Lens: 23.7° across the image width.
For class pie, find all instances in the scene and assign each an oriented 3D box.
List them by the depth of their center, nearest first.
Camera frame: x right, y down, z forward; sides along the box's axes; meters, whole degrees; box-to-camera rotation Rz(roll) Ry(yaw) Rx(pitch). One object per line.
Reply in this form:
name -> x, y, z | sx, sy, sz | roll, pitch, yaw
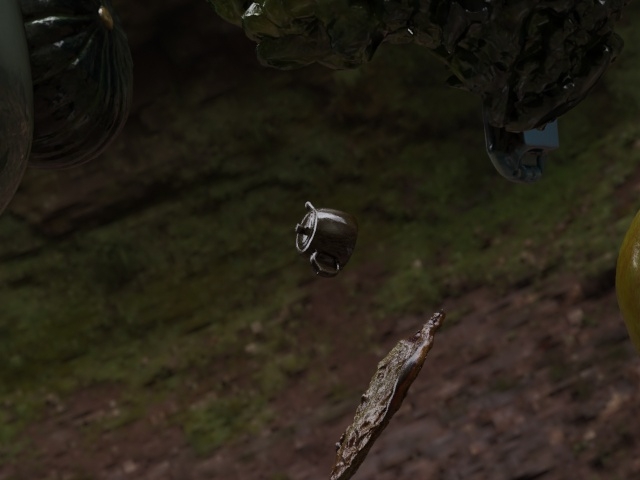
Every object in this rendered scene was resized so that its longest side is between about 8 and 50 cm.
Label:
pie -> 0.048, 0.140, 1.263 | 0.191, 0.033, 0.088 | -60, 3, 7

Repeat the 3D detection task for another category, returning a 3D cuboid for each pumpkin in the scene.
pumpkin -> -0.305, -0.186, 1.571 | 0.216, 0.250, 0.250 | -34, -18, 0

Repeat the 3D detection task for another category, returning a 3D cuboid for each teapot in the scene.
teapot -> 0.000, 0.000, 1.876 | 0.068, 0.121, 0.076 | 18, -47, -21

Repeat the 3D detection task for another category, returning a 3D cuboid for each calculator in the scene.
calculator -> 0.224, -0.211, 1.761 | 0.051, 0.293, 0.173 | -5, 0, 26

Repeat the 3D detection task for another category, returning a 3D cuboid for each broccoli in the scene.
broccoli -> 0.030, -0.117, 0.729 | 0.198, 0.177, 0.275 | -35, 8, -35

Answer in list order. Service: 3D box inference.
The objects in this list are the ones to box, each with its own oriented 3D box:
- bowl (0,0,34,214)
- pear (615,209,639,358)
bowl -> -0.291, -0.038, 0.920 | 0.289, 0.146, 0.289 | -23, -20, -9
pear -> 0.299, 0.028, 1.020 | 0.200, 0.200, 0.200 | -21, -18, -8
